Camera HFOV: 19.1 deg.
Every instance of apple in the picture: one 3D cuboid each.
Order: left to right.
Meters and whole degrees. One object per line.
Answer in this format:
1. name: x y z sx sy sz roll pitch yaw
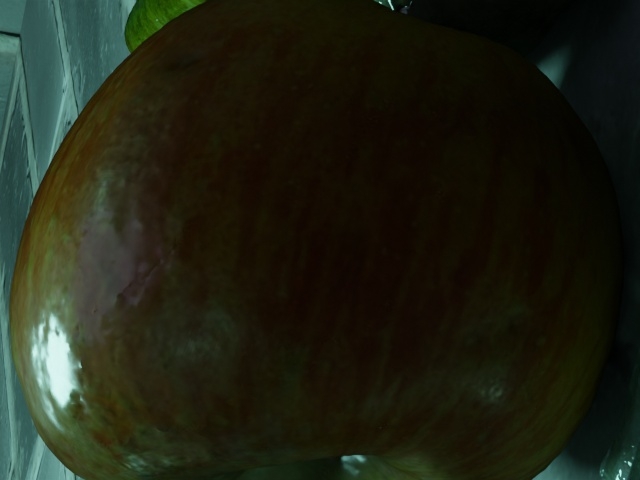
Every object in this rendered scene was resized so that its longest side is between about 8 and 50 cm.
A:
1. apple: 0.000 0.000 0.925 0.301 0.301 0.302 -174 90 -73

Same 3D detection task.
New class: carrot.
1. carrot: -0.107 -0.235 1.719 0.358 0.074 0.074 147 128 -67

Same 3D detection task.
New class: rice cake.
1. rice cake: 0.150 0.059 0.855 0.022 0.021 0.121 44 126 56

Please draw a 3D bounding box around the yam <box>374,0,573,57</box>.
1. yam: 0.080 -0.141 1.020 0.194 0.107 0.107 128 144 -62
